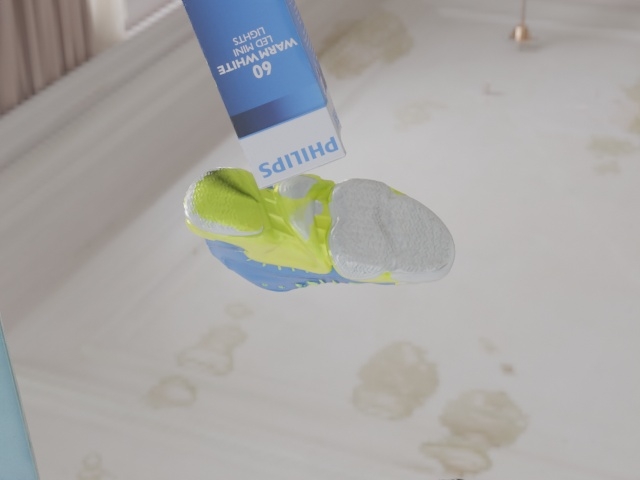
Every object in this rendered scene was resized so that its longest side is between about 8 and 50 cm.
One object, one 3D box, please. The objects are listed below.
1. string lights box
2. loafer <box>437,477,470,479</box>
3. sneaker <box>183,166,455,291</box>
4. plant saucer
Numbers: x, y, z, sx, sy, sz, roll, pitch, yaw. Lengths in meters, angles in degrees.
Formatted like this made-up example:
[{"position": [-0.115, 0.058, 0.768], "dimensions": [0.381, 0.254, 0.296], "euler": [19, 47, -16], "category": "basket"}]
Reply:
[{"position": [-0.060, -0.183, 0.997], "dimensions": [0.077, 0.259, 0.133], "euler": [-21, -167, 4], "category": "string lights box"}, {"position": [0.121, 0.210, 0.965], "dimensions": [0.061, 0.170, 0.062], "euler": [-16, -112, 1], "category": "loafer"}, {"position": [0.000, 0.000, 1.141], "dimensions": [0.240, 0.126, 0.091], "euler": [16, -113, 8], "category": "sneaker"}, {"position": [-0.289, 0.142, 1.118], "dimensions": [0.067, 0.192, 0.018], "euler": [-3, -159, 16], "category": "plant saucer"}]
